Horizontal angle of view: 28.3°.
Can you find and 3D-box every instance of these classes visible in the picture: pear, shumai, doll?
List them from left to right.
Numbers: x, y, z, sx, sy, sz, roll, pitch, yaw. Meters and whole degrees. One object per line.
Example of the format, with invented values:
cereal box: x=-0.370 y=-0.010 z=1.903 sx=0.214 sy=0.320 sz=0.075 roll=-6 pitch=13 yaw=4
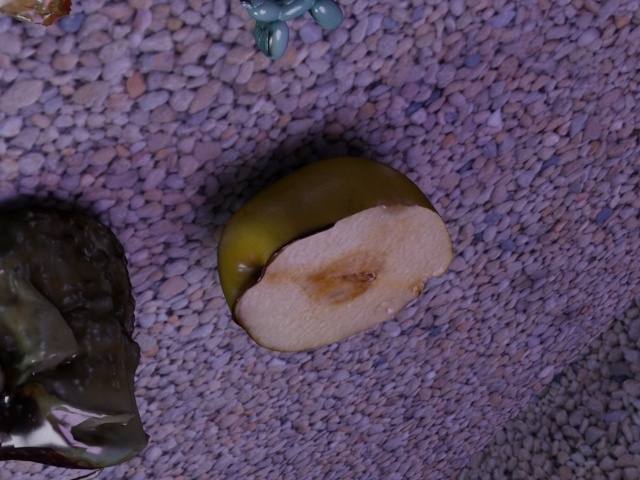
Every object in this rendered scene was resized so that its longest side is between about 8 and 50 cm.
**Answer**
shumai: x=-0.370 y=0.181 z=1.725 sx=0.395 sy=0.348 sz=0.395 roll=-25 pitch=142 yaw=-21
doll: x=-0.028 y=-0.325 z=1.642 sx=0.159 sy=0.059 sz=0.158 roll=-31 pitch=146 yaw=-3
pear: x=0.000 y=0.000 z=1.941 sx=0.386 sy=0.191 sz=0.340 roll=9 pitch=131 yaw=-46

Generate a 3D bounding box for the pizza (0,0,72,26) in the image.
pizza: x=-0.375 y=-0.321 z=1.350 sx=0.251 sy=0.074 sz=0.287 roll=-18 pitch=140 yaw=-18
